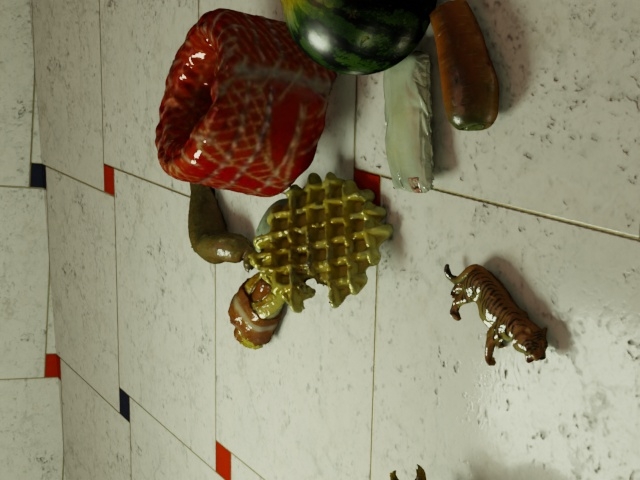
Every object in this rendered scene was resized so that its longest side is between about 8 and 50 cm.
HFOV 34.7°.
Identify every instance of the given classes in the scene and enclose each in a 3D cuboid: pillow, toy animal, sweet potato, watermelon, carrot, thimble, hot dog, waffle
[{"bbox_3d":[0.143,-0.190,1.647,0.128,0.051,0.229,-176,82,-66],"label":"pillow"},{"bbox_3d":[0.255,0.105,1.521,0.241,0.057,0.099,58,134,39],"label":"toy animal"},{"bbox_3d":[-0.239,-0.019,2.275,0.124,0.098,0.310,-54,46,21],"label":"sweet potato"},{"bbox_3d":[0.055,-0.391,1.567,0.269,0.269,0.269,17,110,57],"label":"watermelon"},{"bbox_3d":[0.211,-0.256,1.493,0.087,0.087,0.193,-24,71,58],"label":"carrot"},{"bbox_3d":[-0.145,-0.251,1.876,0.350,0.231,0.350,-36,47,53],"label":"thimble"},{"bbox_3d":[-0.141,0.148,2.142,0.123,0.093,0.261,59,141,34],"label":"hot dog"},{"bbox_3d":[0.001,0.001,1.811,0.250,0.056,0.261,-50,50,0],"label":"waffle"}]

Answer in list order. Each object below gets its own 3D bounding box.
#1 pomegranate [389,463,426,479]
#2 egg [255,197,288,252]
[{"bbox_3d":[0.162,0.480,1.598,0.221,0.221,0.256,125,141,-48],"label":"pomegranate"},{"bbox_3d":[-0.059,-0.005,1.956,0.131,0.131,0.164,-37,44,55],"label":"egg"}]
